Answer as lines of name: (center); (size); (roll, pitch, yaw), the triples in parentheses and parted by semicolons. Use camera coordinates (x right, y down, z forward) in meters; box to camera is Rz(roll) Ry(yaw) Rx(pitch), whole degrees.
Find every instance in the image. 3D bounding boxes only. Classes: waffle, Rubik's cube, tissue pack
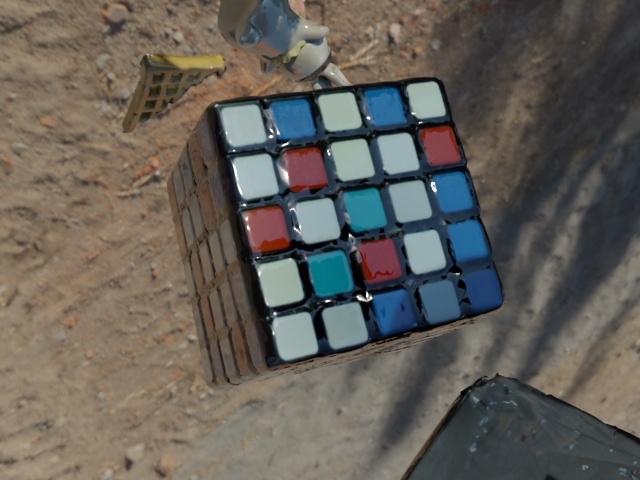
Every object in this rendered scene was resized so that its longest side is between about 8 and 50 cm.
waffle: (-0.179, -0.172, 0.961); (0.097, 0.023, 0.153); (-5, 158, -27)
Rubik's cube: (0.000, 0.000, 0.602); (0.182, 0.184, 0.187); (-9, 167, -22)
tissue pack: (0.158, 0.290, 0.664); (0.210, 0.198, 0.370); (-45, 148, -23)

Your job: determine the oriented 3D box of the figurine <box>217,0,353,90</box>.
figurine: (-0.024, -0.208, 0.790); (0.146, 0.081, 0.098); (20, 74, -44)
